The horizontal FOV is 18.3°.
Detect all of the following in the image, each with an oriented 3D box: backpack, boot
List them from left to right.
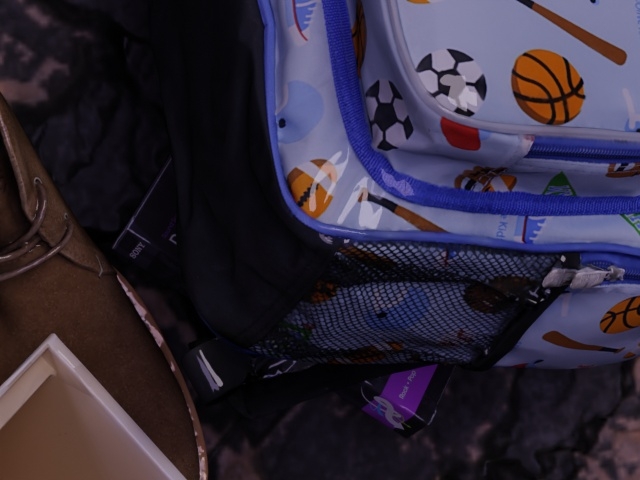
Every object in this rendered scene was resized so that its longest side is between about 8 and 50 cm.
[{"bbox_3d":[-0.143,0.009,0.849,0.112,0.115,0.305,-33,96,-16],"label":"boot"},{"bbox_3d":[0.076,-0.070,0.841,0.263,0.213,0.276,9,62,-31],"label":"backpack"}]

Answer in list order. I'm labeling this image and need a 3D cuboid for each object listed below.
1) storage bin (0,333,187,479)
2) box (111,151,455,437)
[{"bbox_3d":[-0.115,0.227,0.768,0.262,0.123,0.260,49,42,-9],"label":"storage bin"},{"bbox_3d":[0.000,0.000,0.904,0.162,0.029,0.116,35,57,-9],"label":"box"}]
